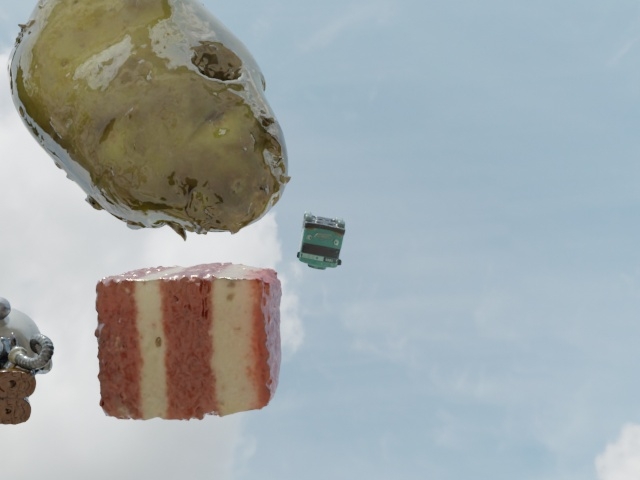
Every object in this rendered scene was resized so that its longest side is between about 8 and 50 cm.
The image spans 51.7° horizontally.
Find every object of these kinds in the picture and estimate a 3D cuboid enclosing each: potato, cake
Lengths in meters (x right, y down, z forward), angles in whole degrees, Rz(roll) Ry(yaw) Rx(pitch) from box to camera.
[{"bbox_3d":[-0.147,-0.117,0.575,0.191,0.296,0.141,-44,-19,-3],"label":"potato"},{"bbox_3d":[-0.235,0.186,1.283,0.319,0.270,0.270,-2,-87,6],"label":"cake"}]

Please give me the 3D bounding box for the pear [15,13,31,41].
[{"bbox_3d":[-0.373,-0.292,1.155,0.314,0.314,0.315,-6,-63,-11],"label":"pear"}]

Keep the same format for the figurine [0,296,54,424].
[{"bbox_3d":[-0.681,0.260,1.396,0.186,0.382,0.261,24,-90,-29],"label":"figurine"}]

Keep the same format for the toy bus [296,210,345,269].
[{"bbox_3d":[0.000,0.000,1.204,0.079,0.160,0.092,10,-84,-3],"label":"toy bus"}]
